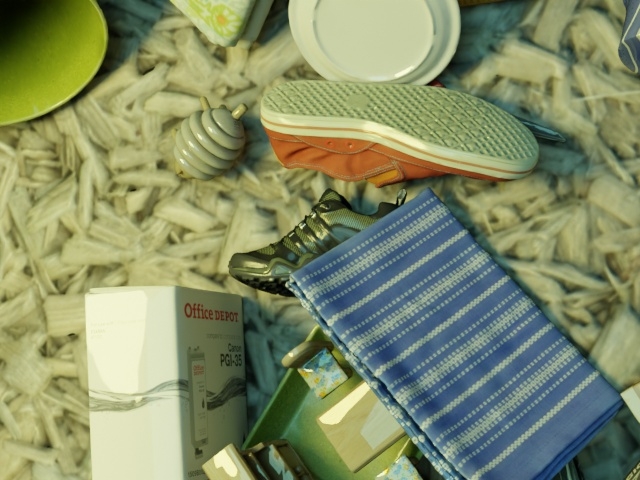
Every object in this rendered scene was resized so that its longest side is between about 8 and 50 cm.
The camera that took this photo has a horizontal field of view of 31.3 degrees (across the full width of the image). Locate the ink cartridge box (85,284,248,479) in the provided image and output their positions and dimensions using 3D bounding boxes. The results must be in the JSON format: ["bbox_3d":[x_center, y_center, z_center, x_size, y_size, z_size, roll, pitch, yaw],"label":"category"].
[{"bbox_3d":[-0.172,0.197,1.322,0.117,0.207,0.283,-5,83,17],"label":"ink cartridge box"}]

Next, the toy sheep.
[{"bbox_3d":[-0.136,-0.125,1.410,0.132,0.091,0.091,-47,71,28],"label":"toy sheep"}]

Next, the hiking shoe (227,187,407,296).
[{"bbox_3d":[0.000,0.000,1.361,0.226,0.086,0.114,-7,71,11],"label":"hiking shoe"}]

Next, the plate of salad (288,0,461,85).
[{"bbox_3d":[0.063,-0.256,1.313,0.199,0.048,0.200,7,131,9],"label":"plate of salad"}]

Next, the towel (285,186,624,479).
[{"bbox_3d":[0.151,0.110,1.226,0.336,0.243,0.040,49,144,14],"label":"towel"}]

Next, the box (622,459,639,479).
[{"bbox_3d":[0.504,0.237,1.132,0.293,0.073,0.295,38,98,7],"label":"box"}]

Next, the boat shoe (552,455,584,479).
[{"bbox_3d":[0.282,0.324,1.223,0.070,0.078,0.219,-24,75,16],"label":"boat shoe"}]

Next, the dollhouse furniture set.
[{"bbox_3d":[0.021,0.212,1.230,0.242,0.161,0.212,-40,74,11],"label":"dollhouse furniture set"}]

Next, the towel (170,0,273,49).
[{"bbox_3d":[-0.138,-0.455,1.354,0.320,0.090,0.374,44,135,19],"label":"towel"}]

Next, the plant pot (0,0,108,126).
[{"bbox_3d":[-0.444,-0.344,1.465,0.274,0.275,0.294,-31,60,13],"label":"plant pot"}]

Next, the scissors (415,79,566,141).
[{"bbox_3d":[0.141,-0.158,1.356,0.297,0.021,0.109,36,94,17],"label":"scissors"}]

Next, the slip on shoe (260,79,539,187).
[{"bbox_3d":[0.089,-0.112,1.322,0.331,0.123,0.101,9,131,19],"label":"slip on shoe"}]

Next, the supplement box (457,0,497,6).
[{"bbox_3d":[0.164,-0.323,1.327,0.233,0.080,0.078,-3,68,17],"label":"supplement box"}]

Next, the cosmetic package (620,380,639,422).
[{"bbox_3d":[0.380,0.149,1.218,0.115,0.060,0.041,-35,76,11],"label":"cosmetic package"}]

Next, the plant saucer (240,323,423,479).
[{"bbox_3d":[0.031,0.221,1.336,0.188,0.045,0.188,33,96,19],"label":"plant saucer"}]

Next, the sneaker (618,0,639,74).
[{"bbox_3d":[0.355,-0.325,1.239,0.182,0.127,0.316,16,71,28],"label":"sneaker"}]
